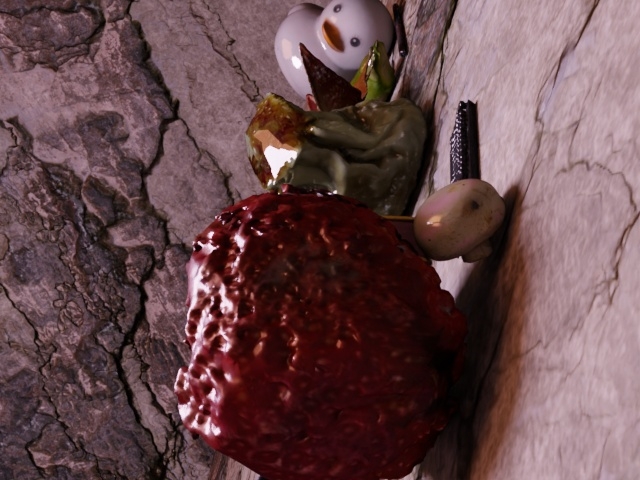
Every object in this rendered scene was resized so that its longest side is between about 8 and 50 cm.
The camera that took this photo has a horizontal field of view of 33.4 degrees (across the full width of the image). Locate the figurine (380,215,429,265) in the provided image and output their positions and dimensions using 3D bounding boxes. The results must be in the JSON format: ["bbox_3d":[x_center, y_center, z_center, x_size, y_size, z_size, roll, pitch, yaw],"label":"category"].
[{"bbox_3d":[0.062,0.026,1.176,0.154,0.098,0.082,-84,15,-66],"label":"figurine"}]

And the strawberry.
[{"bbox_3d":[0.018,0.081,0.898,0.220,0.274,0.274,-21,45,37],"label":"strawberry"}]

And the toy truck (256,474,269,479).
[{"bbox_3d":[0.000,0.219,1.254,0.125,0.101,0.243,-76,8,-47],"label":"toy truck"}]

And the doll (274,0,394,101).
[{"bbox_3d":[0.042,-0.347,1.871,0.251,0.221,0.221,-16,-55,-66],"label":"doll"}]

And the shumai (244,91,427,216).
[{"bbox_3d":[0.005,-0.085,1.375,0.261,0.221,0.225,107,172,-51],"label":"shumai"}]

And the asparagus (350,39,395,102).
[{"bbox_3d":[0.058,-0.209,1.761,0.343,0.085,0.082,-57,7,51],"label":"asparagus"}]

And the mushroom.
[{"bbox_3d":[0.120,-0.014,0.911,0.067,0.083,0.083,63,-179,-11],"label":"mushroom"}]

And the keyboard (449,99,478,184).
[{"bbox_3d":[0.141,-0.065,1.066,0.196,0.018,0.060,-83,7,-49],"label":"keyboard"}]

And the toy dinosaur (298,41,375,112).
[{"bbox_3d":[0.007,-0.209,1.586,0.207,0.112,0.327,-59,0,25],"label":"toy dinosaur"}]

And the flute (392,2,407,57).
[{"bbox_3d":[0.130,-0.349,1.757,0.269,0.014,0.014,-89,15,-62],"label":"flute"}]
